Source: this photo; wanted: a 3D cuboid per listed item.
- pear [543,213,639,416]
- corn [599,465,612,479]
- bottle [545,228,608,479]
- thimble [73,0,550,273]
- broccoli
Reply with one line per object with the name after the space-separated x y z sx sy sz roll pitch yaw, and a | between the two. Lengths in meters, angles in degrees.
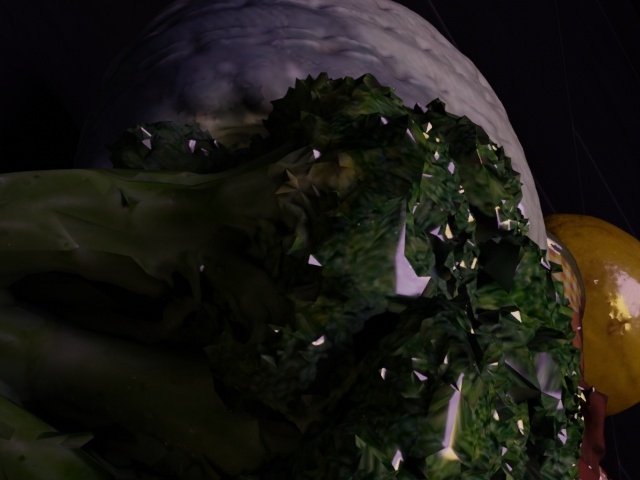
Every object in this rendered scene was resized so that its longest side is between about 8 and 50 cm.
0.195 0.059 1.412 0.162 0.149 0.149 51 25 -23 | pear
0.211 0.230 1.361 0.280 0.092 0.092 54 24 -33 | corn
0.106 0.108 1.132 0.156 0.143 0.271 55 24 -34 | bottle
0.000 0.000 0.859 0.250 0.205 0.172 44 16 -16 | thimble
-0.042 0.075 0.652 0.308 0.275 0.307 21 90 -87 | broccoli
